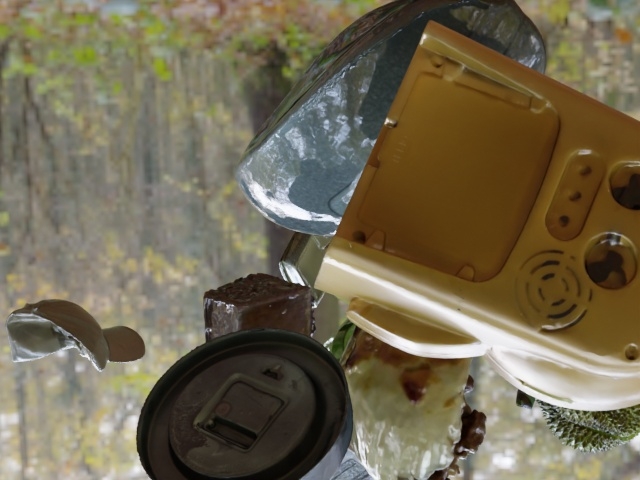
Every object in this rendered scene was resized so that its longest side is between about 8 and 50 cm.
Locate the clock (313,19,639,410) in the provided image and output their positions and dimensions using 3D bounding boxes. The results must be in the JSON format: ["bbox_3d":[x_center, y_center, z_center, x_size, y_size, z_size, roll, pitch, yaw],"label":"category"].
[{"bbox_3d":[0.177,-0.001,1.046,0.317,0.244,0.200,23,171,8],"label":"clock"}]

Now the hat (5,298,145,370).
[{"bbox_3d":[-0.350,0.122,1.951,0.166,0.144,0.173,5,-152,26],"label":"hat"}]

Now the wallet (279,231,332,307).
[{"bbox_3d":[0.000,0.000,1.826,0.039,0.155,0.110,13,150,31],"label":"wallet"}]

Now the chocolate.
[{"bbox_3d":[-0.077,0.209,1.628,0.112,0.321,0.112,-12,-163,-39],"label":"chocolate"}]

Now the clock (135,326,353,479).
[{"bbox_3d":[-0.072,0.179,1.293,0.215,0.042,0.215,-10,-136,10],"label":"clock"}]

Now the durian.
[{"bbox_3d":[0.417,0.244,2.047,0.198,0.159,0.146,-11,-147,44],"label":"durian"}]

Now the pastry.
[{"bbox_3d":[0.095,0.147,1.443,0.170,0.237,0.256,6,-166,11],"label":"pastry"}]

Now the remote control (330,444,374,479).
[{"bbox_3d":[-0.008,0.352,2.227,0.103,0.250,0.034,-37,-147,23],"label":"remote control"}]

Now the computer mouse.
[{"bbox_3d":[0.056,-0.094,1.253,0.203,0.114,0.374,25,141,-22],"label":"computer mouse"}]

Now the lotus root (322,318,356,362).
[{"bbox_3d":[0.060,0.177,1.780,0.186,0.186,0.186,-2,-171,0],"label":"lotus root"}]
